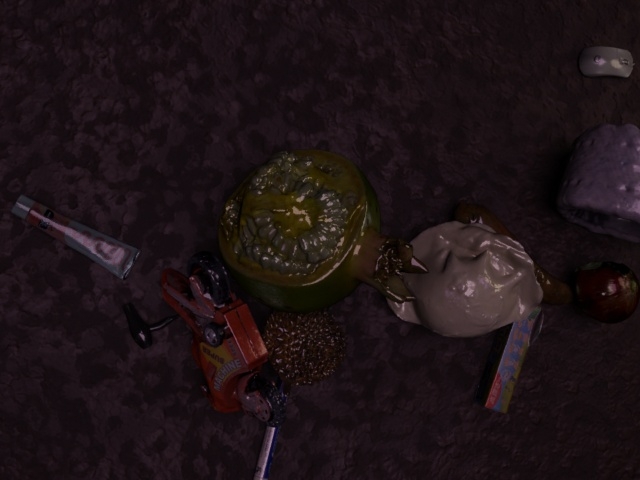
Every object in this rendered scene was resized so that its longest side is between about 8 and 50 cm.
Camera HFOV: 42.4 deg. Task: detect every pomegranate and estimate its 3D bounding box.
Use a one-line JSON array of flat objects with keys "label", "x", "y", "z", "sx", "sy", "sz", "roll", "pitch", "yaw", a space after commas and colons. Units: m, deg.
[{"label": "pomegranate", "x": 0.000, "y": 0.000, "z": 1.262, "sx": 0.340, "sy": 0.260, "sz": 0.260, "roll": 29, "pitch": 83, "yaw": 23}]

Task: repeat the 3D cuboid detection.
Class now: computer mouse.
[{"label": "computer mouse", "x": 0.520, "y": -0.322, "z": 1.482, "sx": 0.110, "sy": 0.032, "sz": 0.056, "roll": 1, "pitch": 89, "yaw": -10}]

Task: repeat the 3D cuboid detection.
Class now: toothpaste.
[{"label": "toothpaste", "x": 0.326, "y": 0.198, "z": 1.418, "sx": 0.044, "sy": 0.070, "sz": 0.193, "roll": 20, "pitch": 85, "yaw": -11}, {"label": "toothpaste", "x": -0.391, "y": -0.008, "z": 1.317, "sx": 0.205, "sy": 0.036, "sz": 0.056, "roll": 29, "pitch": 82, "yaw": -12}]

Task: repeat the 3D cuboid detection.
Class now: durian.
[{"label": "durian", "x": -0.015, "y": 0.170, "z": 1.312, "sx": 0.148, "sy": 0.091, "sz": 0.188, "roll": 46, "pitch": 49, "yaw": -22}]

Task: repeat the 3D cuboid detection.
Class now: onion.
[{"label": "onion", "x": 0.497, "y": 0.091, "z": 1.432, "sx": 0.117, "sy": 0.118, "sz": 0.119, "roll": -3, "pitch": 89, "yaw": -25}]

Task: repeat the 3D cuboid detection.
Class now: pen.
[{"label": "pen", "x": -0.077, "y": 0.307, "z": 1.369, "sx": 0.025, "sy": 0.025, "sz": 0.204, "roll": 15, "pitch": 86, "yaw": -9}]

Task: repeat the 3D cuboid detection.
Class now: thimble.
[{"label": "thimble", "x": 0.527, "y": -0.090, "z": 1.387, "sx": 0.245, "sy": 0.217, "sz": 0.157, "roll": 20, "pitch": 86, "yaw": -23}]

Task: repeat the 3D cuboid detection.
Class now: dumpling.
[{"label": "dumpling", "x": 0.231, "y": 0.063, "z": 1.362, "sx": 0.258, "sy": 0.147, "sz": 0.193, "roll": -7, "pitch": 102, "yaw": 15}]

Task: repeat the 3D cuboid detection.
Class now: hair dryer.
[{"label": "hair dryer", "x": -0.273, "y": 0.128, "z": 1.342, "sx": 0.083, "sy": 0.031, "sz": 0.079, "roll": -23, "pitch": 84, "yaw": -23}]

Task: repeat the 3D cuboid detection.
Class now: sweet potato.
[{"label": "sweet potato", "x": 0.332, "y": 0.034, "z": 1.424, "sx": 0.273, "sy": 0.075, "sz": 0.075, "roll": 40, "pitch": 83, "yaw": -9}]

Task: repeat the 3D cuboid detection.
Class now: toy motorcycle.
[{"label": "toy motorcycle", "x": -0.153, "y": 0.163, "z": 1.294, "sx": 0.089, "sy": 0.171, "sz": 0.298, "roll": -24, "pitch": 89, "yaw": -33}]
